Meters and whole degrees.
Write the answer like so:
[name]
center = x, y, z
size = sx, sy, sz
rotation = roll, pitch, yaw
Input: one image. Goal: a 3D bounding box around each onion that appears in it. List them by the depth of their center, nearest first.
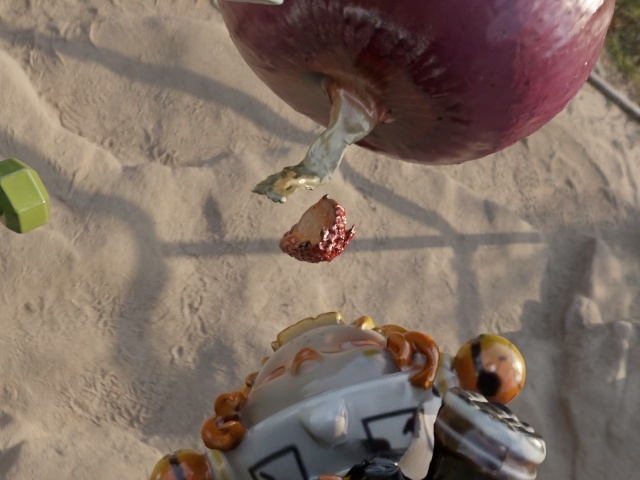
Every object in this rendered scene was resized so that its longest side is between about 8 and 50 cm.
[onion]
center = 0.063, -0.200, 0.546
size = 0.358, 0.358, 0.345
rotation = 28, 103, -23

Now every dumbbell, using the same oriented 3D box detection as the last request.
[dumbbell]
center = -0.571, -0.024, 0.893
size = 0.302, 0.121, 0.108
rotation = -31, 134, -33

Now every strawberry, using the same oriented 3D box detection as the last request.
[strawberry]
center = 0.000, 0.000, 0.910
size = 0.121, 0.188, 0.082
rotation = -42, 106, 5

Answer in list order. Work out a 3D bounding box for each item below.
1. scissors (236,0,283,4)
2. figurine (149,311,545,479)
[scissors]
center = -0.234, -0.102, 0.179
size = 0.447, 0.192, 0.029
rotation = 4, 103, -7
[figurine]
center = 0.022, 0.177, 0.500
size = 0.320, 0.323, 0.196
rotation = -20, 98, 3
